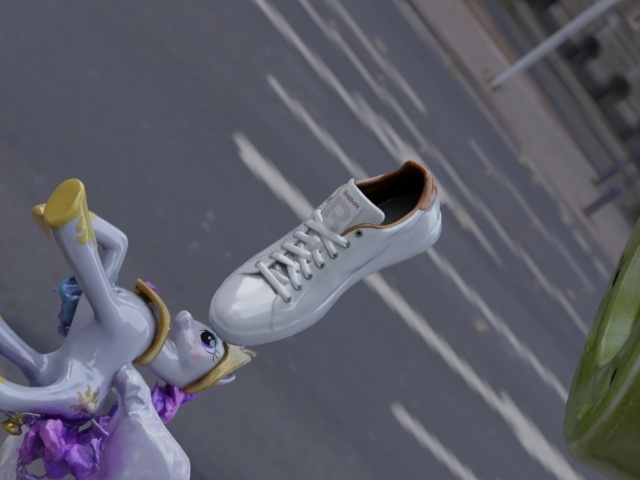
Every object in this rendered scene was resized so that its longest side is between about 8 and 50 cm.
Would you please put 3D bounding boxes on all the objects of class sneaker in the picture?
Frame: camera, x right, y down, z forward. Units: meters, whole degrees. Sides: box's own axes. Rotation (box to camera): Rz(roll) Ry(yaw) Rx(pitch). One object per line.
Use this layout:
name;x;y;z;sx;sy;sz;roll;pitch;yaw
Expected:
sneaker;0.000;0.000;1.688;0.106;0.290;0.123;47;-21;31

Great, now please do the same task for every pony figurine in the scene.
pony figurine;-0.242;0.147;1.596;0.302;0.351;0.363;26;-13;43

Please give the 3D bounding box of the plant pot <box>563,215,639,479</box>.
plant pot;0.334;0.077;0.839;0.353;0.367;0.366;25;13;3
